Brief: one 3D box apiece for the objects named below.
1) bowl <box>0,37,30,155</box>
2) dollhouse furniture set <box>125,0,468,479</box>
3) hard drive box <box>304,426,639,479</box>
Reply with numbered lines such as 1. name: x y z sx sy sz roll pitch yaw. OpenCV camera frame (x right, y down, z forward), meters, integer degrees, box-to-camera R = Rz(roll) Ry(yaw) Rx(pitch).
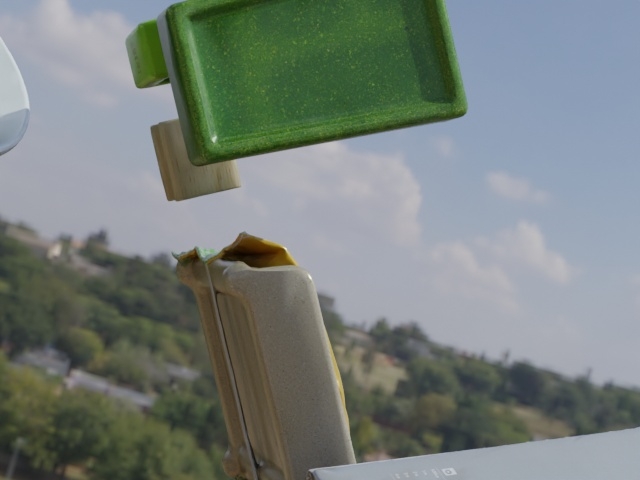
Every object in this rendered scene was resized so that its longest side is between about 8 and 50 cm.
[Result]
1. bowl: -0.334 -0.114 0.893 0.298 0.134 0.298 39 19 -16
2. dollhouse furniture set: 0.000 0.000 0.877 0.151 0.302 0.197 -14 4 -14
3. hard drive box: 0.094 0.202 0.778 0.232 0.181 0.089 -4 33 -28
